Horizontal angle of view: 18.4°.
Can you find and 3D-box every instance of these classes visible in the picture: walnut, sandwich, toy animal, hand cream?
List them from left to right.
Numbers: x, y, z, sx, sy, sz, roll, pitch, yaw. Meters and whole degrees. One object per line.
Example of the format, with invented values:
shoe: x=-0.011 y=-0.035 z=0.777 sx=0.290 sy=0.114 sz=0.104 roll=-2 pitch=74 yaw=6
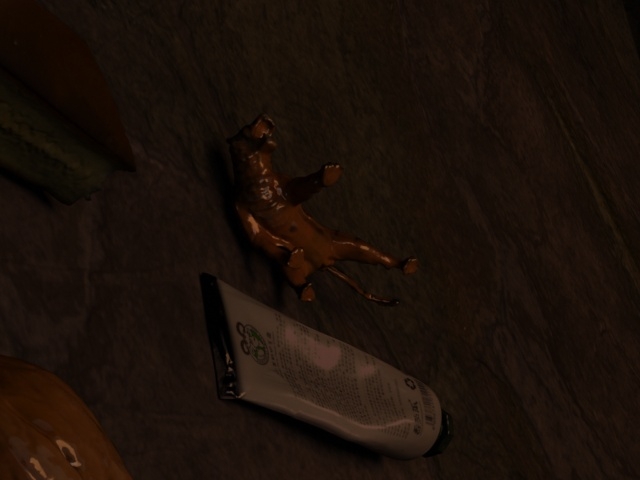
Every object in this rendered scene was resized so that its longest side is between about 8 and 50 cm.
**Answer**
walnut: x=-0.198 y=0.175 z=1.150 sx=0.222 sy=0.195 sz=0.195 roll=68 pitch=23 yaw=-8
sandwich: x=-0.238 y=-0.123 z=1.458 sx=0.258 sy=0.094 sz=0.096 roll=39 pitch=40 yaw=-50
toy animal: x=-0.006 y=0.006 z=1.867 sx=0.116 sy=0.114 sz=0.255 roll=29 pitch=-16 yaw=45
hand cream: x=0.009 y=0.132 z=1.810 sx=0.336 sy=0.076 sz=0.121 roll=28 pitch=38 yaw=-46
